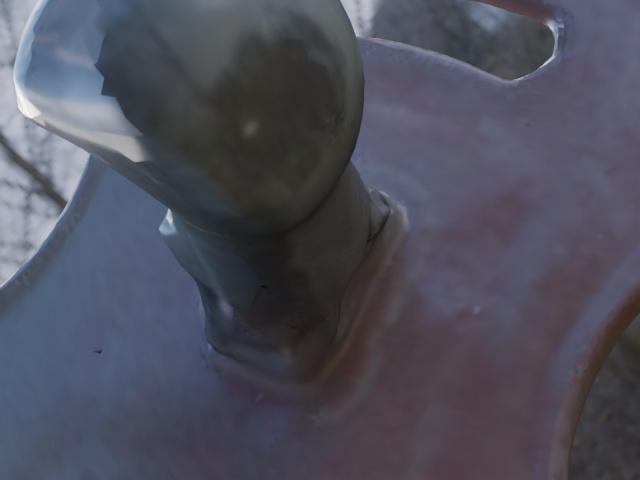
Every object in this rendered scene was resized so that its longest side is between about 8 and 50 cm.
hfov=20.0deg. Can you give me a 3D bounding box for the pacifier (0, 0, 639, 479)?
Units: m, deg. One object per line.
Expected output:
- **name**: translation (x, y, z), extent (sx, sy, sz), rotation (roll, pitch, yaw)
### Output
- **pacifier**: translation (-0.007, 0.007, 0.585), extent (0.220, 0.273, 0.332), rotation (0, 58, 56)
